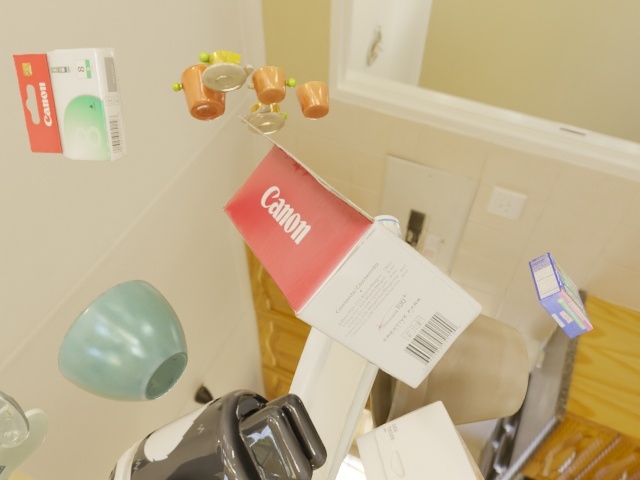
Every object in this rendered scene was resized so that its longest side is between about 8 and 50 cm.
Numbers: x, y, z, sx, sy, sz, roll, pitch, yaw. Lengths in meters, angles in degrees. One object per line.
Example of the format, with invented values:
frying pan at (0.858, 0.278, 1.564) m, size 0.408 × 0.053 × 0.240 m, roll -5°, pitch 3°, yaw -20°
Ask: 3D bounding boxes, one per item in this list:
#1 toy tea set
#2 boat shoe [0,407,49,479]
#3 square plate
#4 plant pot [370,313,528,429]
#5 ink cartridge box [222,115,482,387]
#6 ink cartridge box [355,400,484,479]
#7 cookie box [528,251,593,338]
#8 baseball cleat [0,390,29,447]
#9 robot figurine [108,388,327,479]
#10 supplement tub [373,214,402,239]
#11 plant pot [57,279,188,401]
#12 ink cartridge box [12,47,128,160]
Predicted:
toy tea set at (-0.140, -0.331, 1.217) m, size 0.336 × 0.200 × 0.124 m, roll 7°, pitch -116°, yaw -41°
boat shoe at (-0.622, 0.409, 1.109) m, size 0.227 × 0.081 × 0.079 m, roll -53°, pitch -42°, yaw -2°
square plate at (0.022, 0.273, 1.107) m, size 0.347 × 0.049 × 0.344 m, roll -170°, pitch 100°, yaw -75°
plant pot at (0.270, 0.260, 1.211) m, size 0.323 × 0.281 × 0.323 m, roll -174°, pitch 90°, yaw -87°
ink cartridge box at (0.000, 0.000, 0.712) m, size 0.272 × 0.309 × 0.130 m, roll 37°, pitch -85°, yaw -32°
ink cartridge box at (0.193, 0.428, 0.963) m, size 0.232 × 0.168 × 0.171 m, roll 59°, pitch -173°, yaw -33°
cookie box at (0.377, 0.085, 0.896) m, size 0.040 × 0.092 × 0.107 m, roll -34°, pitch 21°, yaw 27°
baseball cleat at (-0.479, 0.198, 0.769) m, size 0.072 × 0.206 × 0.109 m, roll -49°, pitch 15°, yaw -4°
robot figurine at (-0.135, 0.293, 0.713) m, size 0.209 × 0.278 × 0.173 m, roll 46°, pitch -159°, yaw -40°
supplement tub at (0.127, 0.011, 1.111) m, size 0.071 × 0.071 × 0.107 m, roll 83°, pitch -179°, yaw -59°
plant pot at (-0.431, 0.266, 1.348) m, size 0.290 × 0.195 × 0.290 m, roll -47°, pitch -23°, yaw -28°
ink cartridge box at (-0.444, -0.232, 0.972) m, size 0.056 × 0.225 × 0.180 m, roll -42°, pitch -47°, yaw -64°
